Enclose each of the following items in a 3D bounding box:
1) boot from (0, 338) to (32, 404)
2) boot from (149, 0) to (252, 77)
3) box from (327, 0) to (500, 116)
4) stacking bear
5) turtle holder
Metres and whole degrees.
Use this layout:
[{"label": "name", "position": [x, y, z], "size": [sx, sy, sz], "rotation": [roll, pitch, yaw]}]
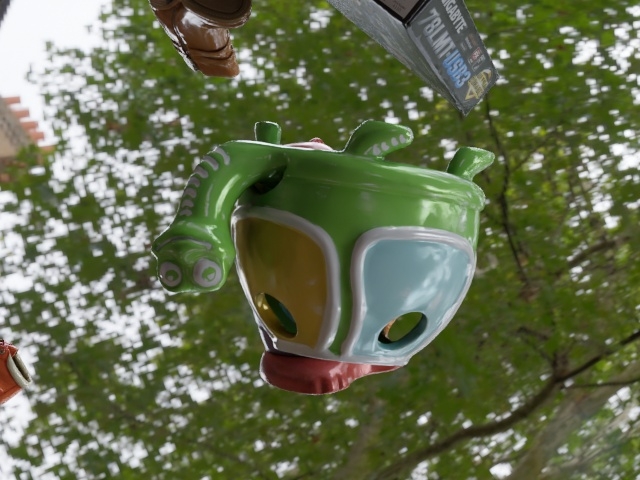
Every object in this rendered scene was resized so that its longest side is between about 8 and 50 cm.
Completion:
[{"label": "boot", "position": [-0.423, 0.132, 1.378], "size": [0.085, 0.059, 0.158], "rotation": [-25, -77, 8]}, {"label": "boot", "position": [-0.127, -0.253, 1.329], "size": [0.197, 0.073, 0.152], "rotation": [35, -23, 42]}, {"label": "box", "position": [0.045, -0.284, 1.198], "size": [0.073, 0.295, 0.293], "rotation": [-48, -112, 5]}, {"label": "stacking bear", "position": [-0.010, 0.022, 1.357], "size": [0.164, 0.175, 0.289], "rotation": [3, -79, 43]}, {"label": "turtle holder", "position": [0.019, 0.003, 1.081], "size": [0.243, 0.320, 0.227], "rotation": [8, -91, 26]}]
